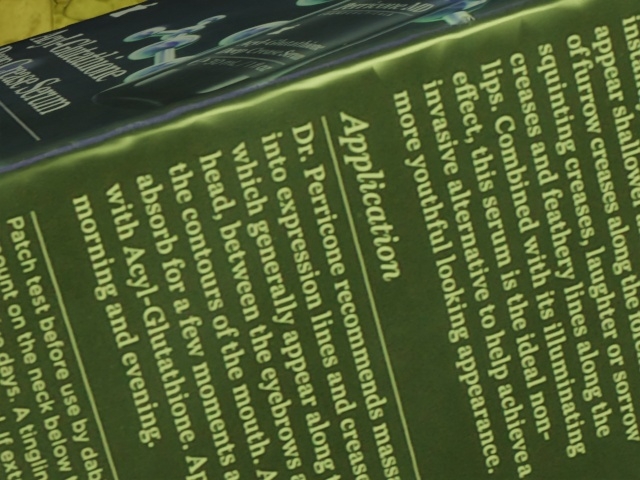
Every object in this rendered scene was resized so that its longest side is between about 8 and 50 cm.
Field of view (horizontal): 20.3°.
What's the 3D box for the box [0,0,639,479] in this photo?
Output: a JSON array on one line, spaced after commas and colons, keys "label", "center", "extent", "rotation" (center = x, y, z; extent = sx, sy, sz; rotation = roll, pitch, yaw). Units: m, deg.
[{"label": "box", "center": [0.000, 0.000, 0.777], "extent": [0.395, 0.212, 0.293], "rotation": [-19, 16, -14]}]
